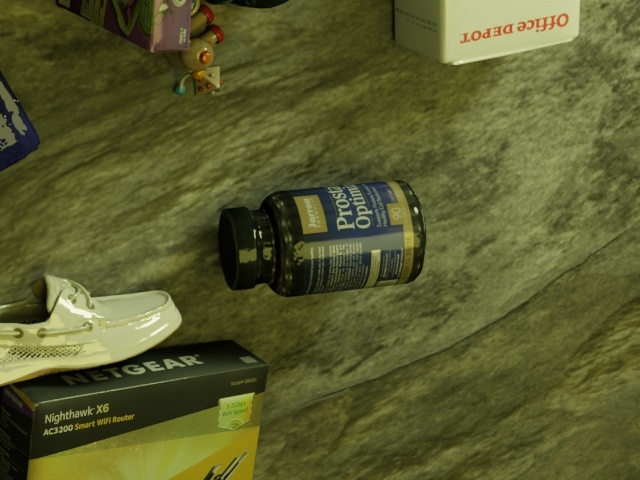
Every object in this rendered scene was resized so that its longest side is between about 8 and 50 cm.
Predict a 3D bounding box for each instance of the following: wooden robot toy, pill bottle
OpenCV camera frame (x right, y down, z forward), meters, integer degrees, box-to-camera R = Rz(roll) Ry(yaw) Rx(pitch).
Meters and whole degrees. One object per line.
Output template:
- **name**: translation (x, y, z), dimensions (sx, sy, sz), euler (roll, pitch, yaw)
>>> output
- **wooden robot toy**: translation (-0.133, -0.212, 1.568), dimensions (0.076, 0.079, 0.173), euler (-37, 125, -14)
- **pill bottle**: translation (0.000, 0.000, 1.702), dimensions (0.219, 0.123, 0.123), euler (-6, 113, -16)

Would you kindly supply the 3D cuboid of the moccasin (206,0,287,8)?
- **moccasin**: translation (-0.072, -0.289, 1.441), dimensions (0.116, 0.342, 0.138), euler (-19, 76, -5)

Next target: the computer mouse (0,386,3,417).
- **computer mouse**: translation (-0.329, 0.164, 1.635), dimensions (0.242, 0.041, 0.071), euler (-26, 125, -28)

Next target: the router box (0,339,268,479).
- **router box**: translation (-0.216, 0.255, 1.688), dimensions (0.308, 0.081, 0.243), euler (-7, 113, -38)

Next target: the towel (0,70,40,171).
- **towel**: translation (-0.450, -0.109, 1.423), dimensions (0.308, 0.076, 0.228), euler (-34, 117, -16)

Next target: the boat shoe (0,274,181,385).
- **boat shoe**: translation (-0.278, 0.084, 1.589), dimensions (0.277, 0.098, 0.096), euler (-14, 109, -28)

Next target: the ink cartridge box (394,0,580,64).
- **ink cartridge box**: translation (0.189, -0.355, 1.687), dimensions (0.198, 0.115, 0.273), euler (-14, 116, -26)

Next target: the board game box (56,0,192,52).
- **board game box**: translation (-0.179, -0.368, 1.394), dimensions (0.056, 0.208, 0.347), euler (-6, 113, -30)
